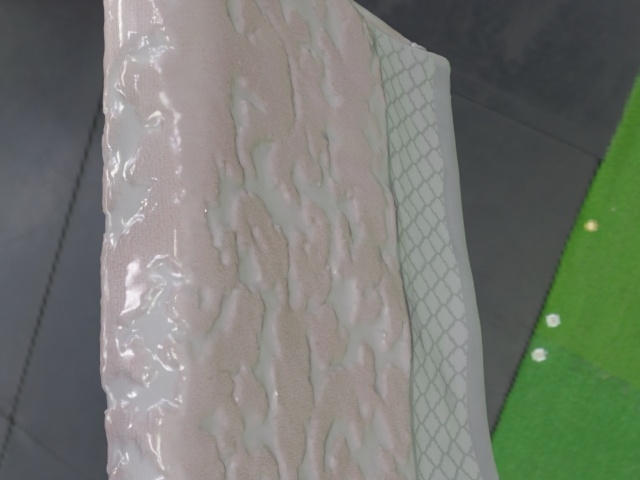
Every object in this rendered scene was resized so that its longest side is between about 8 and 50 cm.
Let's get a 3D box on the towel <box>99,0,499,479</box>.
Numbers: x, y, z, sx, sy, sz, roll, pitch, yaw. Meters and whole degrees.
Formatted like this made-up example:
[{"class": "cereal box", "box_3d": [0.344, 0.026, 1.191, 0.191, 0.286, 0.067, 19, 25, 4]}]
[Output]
[{"class": "towel", "box_3d": [0.000, 0.000, 0.632, 0.053, 0.317, 0.332, -14, 71, 31]}]
